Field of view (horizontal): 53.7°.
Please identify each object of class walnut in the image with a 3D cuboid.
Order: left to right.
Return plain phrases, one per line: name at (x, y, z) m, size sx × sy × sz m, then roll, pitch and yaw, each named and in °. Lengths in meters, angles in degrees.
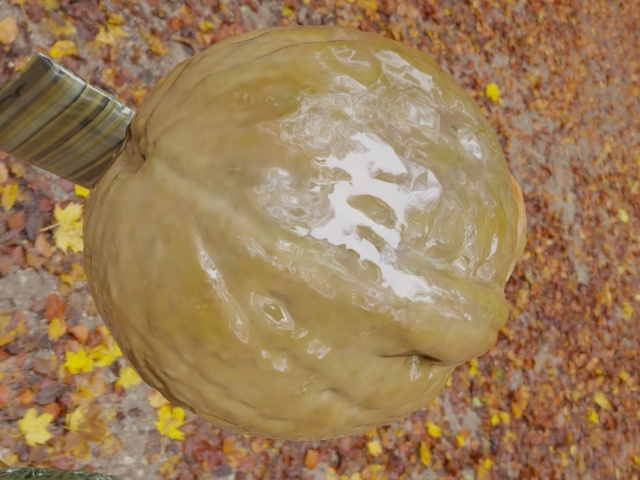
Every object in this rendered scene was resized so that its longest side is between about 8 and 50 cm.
walnut at (0.000, 0.000, 0.484) m, size 0.333 × 0.333 × 0.332 m, roll 15°, pitch 68°, yaw -41°

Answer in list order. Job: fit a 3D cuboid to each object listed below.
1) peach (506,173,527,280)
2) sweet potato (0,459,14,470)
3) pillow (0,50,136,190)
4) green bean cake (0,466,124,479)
peach at (0.132, -0.032, 0.769) m, size 0.214 × 0.214 × 0.235 m, roll 18°, pitch 47°, yaw -40°
sweet potato at (-0.407, 0.364, 0.899) m, size 0.346 × 0.079 × 0.108 m, roll 44°, pitch 15°, yaw -42°
pillow at (-0.323, -0.141, 0.829) m, size 0.212 × 0.208 × 0.052 m, roll 31°, pitch 49°, yaw -41°
green bean cake at (-0.308, 0.310, 0.672) m, size 0.173 × 0.182 × 0.093 m, roll 15°, pitch 78°, yaw -88°
